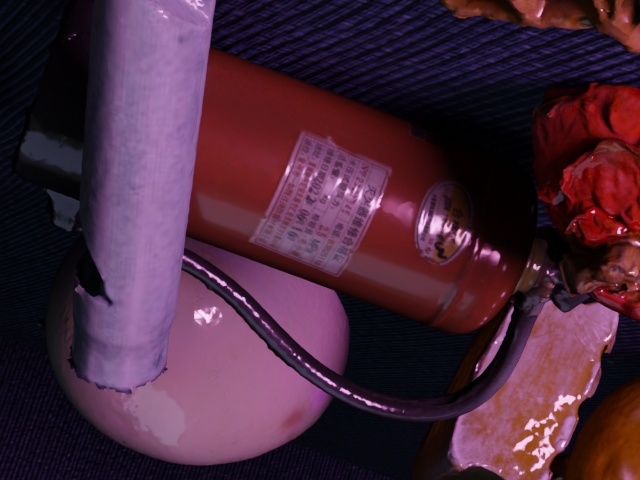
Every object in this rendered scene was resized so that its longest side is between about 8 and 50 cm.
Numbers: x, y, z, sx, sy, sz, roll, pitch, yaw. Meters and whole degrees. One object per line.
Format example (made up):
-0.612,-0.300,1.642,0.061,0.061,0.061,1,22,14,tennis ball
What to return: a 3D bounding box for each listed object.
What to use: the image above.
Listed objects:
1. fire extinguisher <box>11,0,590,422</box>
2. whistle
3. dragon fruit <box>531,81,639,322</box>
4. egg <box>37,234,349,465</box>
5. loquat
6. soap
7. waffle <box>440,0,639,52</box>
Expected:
0.002,-0.009,1.046,0.376,0.113,0.200,19,140,-8,fire extinguisher
-0.094,-0.044,0.905,0.062,0.062,0.312,17,133,6,whistle
0.181,-0.010,0.872,0.162,0.106,0.083,25,166,-16,dragon fruit
-0.095,0.061,1.437,0.271,0.206,0.162,11,137,-7,egg
0.290,0.199,1.425,0.246,0.213,0.213,1,162,26,loquat
0.150,0.129,1.393,0.089,0.173,0.274,26,168,3,soap
0.139,-0.106,0.621,0.253,0.056,0.249,21,168,-21,waffle
